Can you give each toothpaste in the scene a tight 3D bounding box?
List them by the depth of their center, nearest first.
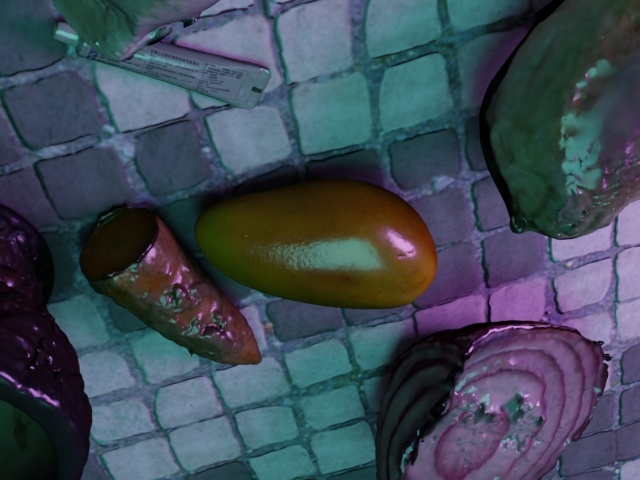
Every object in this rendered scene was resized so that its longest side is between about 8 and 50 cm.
[{"bbox_3d":[-0.140,-0.160,0.835,0.197,0.029,0.048,12,126,-25],"label":"toothpaste"}]

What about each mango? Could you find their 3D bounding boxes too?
[{"bbox_3d":[0.000,0.000,0.942,0.253,0.113,0.138,9,129,-11],"label":"mango"}]

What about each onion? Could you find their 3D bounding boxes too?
[{"bbox_3d":[0.198,0.201,1.136,0.280,0.146,0.314,3,119,-33],"label":"onion"}]

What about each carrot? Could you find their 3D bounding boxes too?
[{"bbox_3d":[-0.137,0.067,0.982,0.102,0.102,0.263,-31,134,11],"label":"carrot"}]

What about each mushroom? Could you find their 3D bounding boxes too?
[{"bbox_3d":[0.303,-0.140,0.836,0.344,0.130,0.247,-27,91,5],"label":"mushroom"}]

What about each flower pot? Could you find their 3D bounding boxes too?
[{"bbox_3d":[-0.343,0.106,0.839,0.266,0.267,0.267,-8,129,-10],"label":"flower pot"}]

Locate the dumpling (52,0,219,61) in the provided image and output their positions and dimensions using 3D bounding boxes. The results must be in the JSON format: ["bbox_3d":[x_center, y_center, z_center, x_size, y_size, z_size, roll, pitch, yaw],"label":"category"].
[{"bbox_3d":[-0.136,-0.270,0.681,0.243,0.175,0.227,-43,96,3],"label":"dumpling"}]
